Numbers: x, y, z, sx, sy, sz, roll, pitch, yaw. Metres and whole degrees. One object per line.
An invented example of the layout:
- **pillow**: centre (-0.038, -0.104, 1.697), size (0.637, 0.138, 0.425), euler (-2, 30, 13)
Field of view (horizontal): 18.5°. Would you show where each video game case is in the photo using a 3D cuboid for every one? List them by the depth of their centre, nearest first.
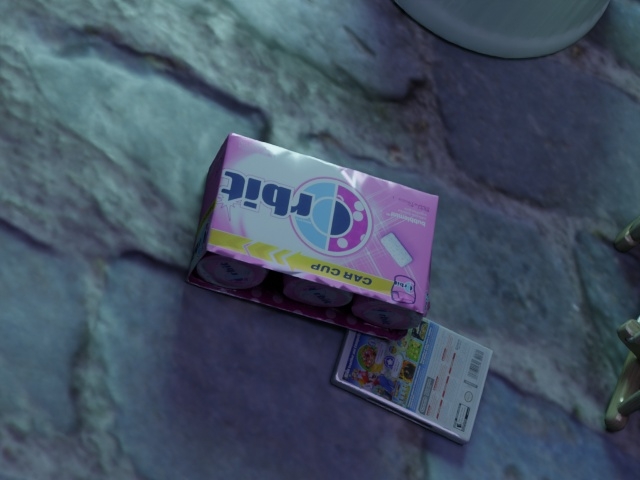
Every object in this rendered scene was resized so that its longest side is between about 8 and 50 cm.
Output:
- **video game case**: centre (0.074, 0.100, 1.566), size (0.122, 0.011, 0.087), euler (26, 58, -13)

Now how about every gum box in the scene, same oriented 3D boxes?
- **gum box**: centre (0.000, 0.000, 1.539), size (0.188, 0.062, 0.107), euler (16, 60, -12)

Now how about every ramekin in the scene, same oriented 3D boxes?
- **ramekin**: centre (0.171, -0.312, 1.736), size (0.277, 0.135, 0.277), euler (10, 63, -21)

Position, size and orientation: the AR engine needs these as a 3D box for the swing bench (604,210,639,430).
- **swing bench**: centre (0.365, 0.017, 1.599), size (0.165, 0.253, 0.255), euler (17, 60, -18)
